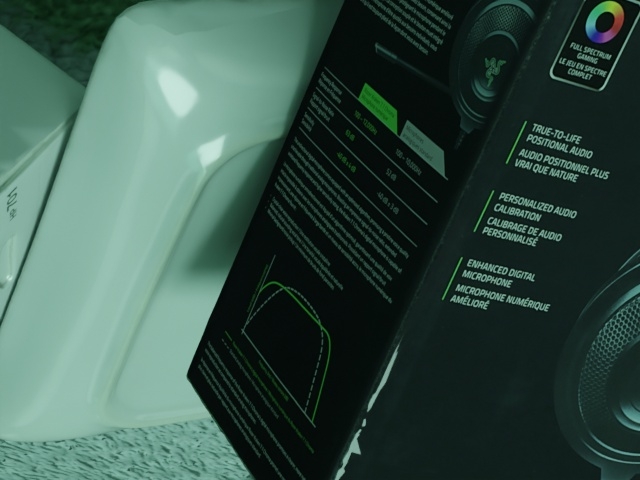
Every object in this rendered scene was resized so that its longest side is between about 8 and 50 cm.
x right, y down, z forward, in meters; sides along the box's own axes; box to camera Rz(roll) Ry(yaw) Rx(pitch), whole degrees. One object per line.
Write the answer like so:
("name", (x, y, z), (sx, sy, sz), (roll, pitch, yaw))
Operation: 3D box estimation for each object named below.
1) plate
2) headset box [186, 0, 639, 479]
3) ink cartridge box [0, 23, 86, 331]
("plate", (0.000, 0.000, 0.824), (0.277, 0.045, 0.278), (-6, 141, -32))
("headset box", (0.121, -0.015, 0.713), (0.246, 0.131, 0.283), (14, 109, -32))
("ink cartridge box", (-0.198, -0.057, 0.789), (0.191, 0.082, 0.139), (36, 150, 9))
